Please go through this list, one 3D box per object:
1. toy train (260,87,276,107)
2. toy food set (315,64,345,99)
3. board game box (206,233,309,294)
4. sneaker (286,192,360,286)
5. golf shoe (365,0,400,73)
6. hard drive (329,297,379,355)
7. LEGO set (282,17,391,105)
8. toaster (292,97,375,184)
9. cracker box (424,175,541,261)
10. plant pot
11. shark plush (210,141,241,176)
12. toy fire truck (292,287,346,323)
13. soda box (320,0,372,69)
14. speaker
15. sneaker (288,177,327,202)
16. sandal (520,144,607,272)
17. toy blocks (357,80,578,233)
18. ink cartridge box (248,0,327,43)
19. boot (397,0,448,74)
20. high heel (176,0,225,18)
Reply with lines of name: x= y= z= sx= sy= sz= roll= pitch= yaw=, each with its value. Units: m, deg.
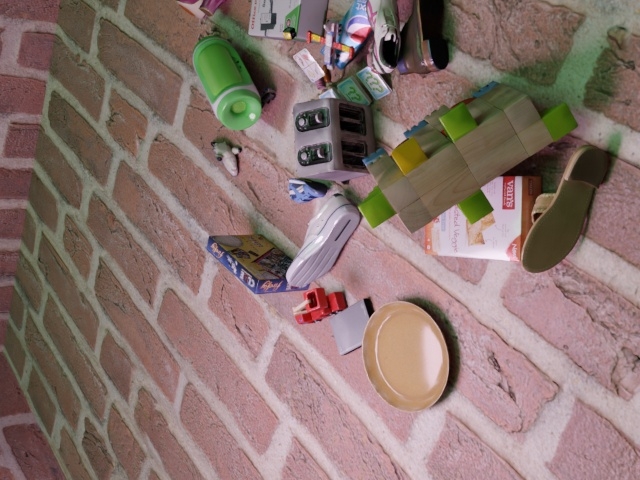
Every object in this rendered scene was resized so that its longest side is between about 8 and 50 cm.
toy train: x=-0.168 y=-0.368 z=2.049 sx=0.158 sy=0.027 sz=0.036 roll=-25 pitch=62 yaw=49
toy food set: x=0.018 y=-0.386 z=1.828 sx=0.078 sy=0.019 sz=0.122 roll=43 pitch=123 yaw=40
board game box: x=-0.158 y=0.056 z=1.946 sx=0.243 sy=0.165 sz=0.042 roll=37 pitch=120 yaw=44
sneaker: x=0.000 y=0.000 z=1.819 sx=0.258 sy=0.094 sz=0.091 roll=-51 pitch=43 yaw=24
golf shoe: x=0.137 y=-0.434 z=1.562 sx=0.086 sy=0.068 sz=0.186 roll=-157 pitch=62 yaw=-66
hard drive: x=0.079 y=0.201 z=1.777 sx=0.135 sy=0.022 sz=0.094 roll=-36 pitch=64 yaw=45
LEGO set: x=0.018 y=-0.382 z=1.698 sx=0.182 sy=0.060 sz=0.244 roll=-19 pitch=115 yaw=49
toaster: x=0.035 y=-0.217 z=1.703 sx=0.110 sy=0.186 sz=0.167 roll=-6 pitch=85 yaw=40
cracker box: x=0.304 y=-0.044 z=1.461 sx=0.232 sy=0.067 sz=0.155 roll=3 pitch=94 yaw=49
plant pot: x=0.185 y=0.245 z=1.634 sx=0.236 sy=0.032 sz=0.236 roll=4 pitch=96 yaw=45
shark plush: x=-0.282 y=-0.238 z=2.173 sx=0.161 sy=0.073 sz=0.067 roll=32 pitch=145 yaw=40
toy fire truck: x=-0.017 y=0.157 z=1.802 sx=0.192 sy=0.135 sz=0.047 roll=-30 pitch=69 yaw=47
soda box: x=0.088 y=-0.478 z=1.681 sx=0.067 sy=0.071 sz=0.210 roll=40 pitch=130 yaw=0
speaker: x=-0.252 y=-0.424 z=2.044 sx=0.131 sy=0.131 sz=0.296 roll=-59 pitch=41 yaw=33
sneaker: x=-0.031 y=-0.117 z=1.875 sx=0.144 sy=0.053 sz=0.059 roll=22 pitch=108 yaw=57
sandal: x=0.415 y=-0.060 z=1.341 sx=0.079 sy=0.088 sz=0.240 roll=-106 pitch=37 yaw=-67
toy blocks: x=0.235 y=-0.166 z=1.407 sx=0.381 sy=0.190 sz=0.261 roll=-33 pitch=18 yaw=7
ink cartridge box: x=-0.081 y=-0.569 z=1.886 sx=0.208 sy=0.087 sz=0.152 roll=20 pitch=106 yaw=49
boot: x=0.191 y=-0.445 z=1.569 sx=0.106 sy=0.082 sz=0.219 roll=-8 pitch=87 yaw=48
high heel: x=-0.336 y=-0.710 z=2.216 sx=0.117 sy=0.082 sz=0.244 roll=-57 pitch=30 yaw=-3
